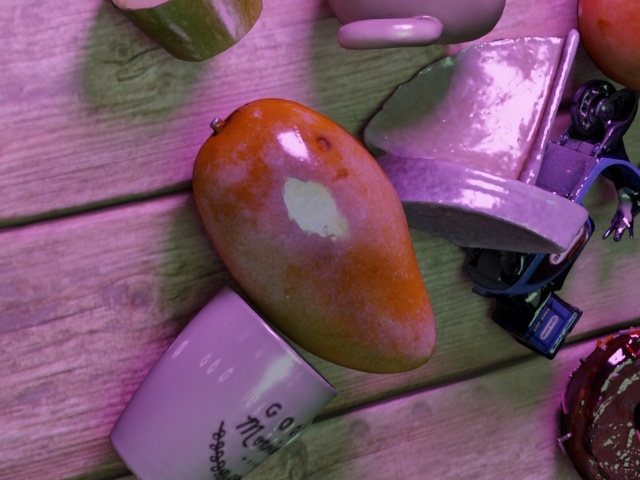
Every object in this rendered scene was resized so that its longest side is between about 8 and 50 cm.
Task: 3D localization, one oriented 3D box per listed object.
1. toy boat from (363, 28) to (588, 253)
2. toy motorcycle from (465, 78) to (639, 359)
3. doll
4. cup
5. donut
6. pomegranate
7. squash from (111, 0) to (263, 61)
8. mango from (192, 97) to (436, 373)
[{"bbox_3d":[0.192,-0.118,1.786,0.276,0.111,0.293,-1,66,2],"label":"toy boat"},{"bbox_3d":[0.334,-0.038,1.894,0.213,0.125,0.358,37,86,-35],"label":"toy motorcycle"},{"bbox_3d":[0.120,-0.391,1.673,0.215,0.226,0.370,5,89,5],"label":"doll"},{"bbox_3d":[-0.108,0.213,1.719,0.234,0.186,0.258,-46,143,-1],"label":"cup"},{"bbox_3d":[0.455,0.245,2.003,0.270,0.103,0.269,-4,103,-20],"label":"donut"},{"bbox_3d":[0.443,-0.324,1.816,0.252,0.229,0.270,-27,105,-40],"label":"pomegranate"},{"bbox_3d":[-0.143,-0.283,1.598,0.170,0.170,0.123,-42,126,-12],"label":"squash"},{"bbox_3d":[0.000,0.000,1.685,0.221,0.199,0.384,-40,101,-1],"label":"mango"}]
